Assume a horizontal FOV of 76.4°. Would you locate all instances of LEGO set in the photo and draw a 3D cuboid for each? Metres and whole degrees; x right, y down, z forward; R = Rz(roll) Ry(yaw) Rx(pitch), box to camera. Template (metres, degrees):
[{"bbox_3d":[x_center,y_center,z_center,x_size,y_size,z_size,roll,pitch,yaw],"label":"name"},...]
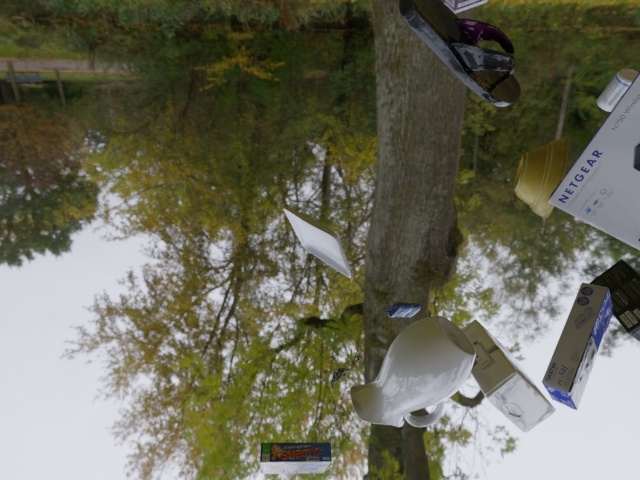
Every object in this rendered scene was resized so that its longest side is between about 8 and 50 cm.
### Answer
[{"bbox_3d":[0.045,0.256,0.810,0.023,0.054,0.083,42,-107,12],"label":"LEGO set"}]

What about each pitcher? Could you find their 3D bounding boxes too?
[{"bbox_3d":[0.179,0.238,0.701,0.178,0.207,0.125,28,-157,-23],"label":"pitcher"}]

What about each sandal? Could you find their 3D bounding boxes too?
[{"bbox_3d":[0.390,-0.492,1.032,0.446,0.167,0.107,26,151,-26],"label":"sandal"}]

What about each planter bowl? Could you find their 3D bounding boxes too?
[{"bbox_3d":[0.568,-0.170,1.071,0.091,0.217,0.217,12,-157,18],"label":"planter bowl"}]

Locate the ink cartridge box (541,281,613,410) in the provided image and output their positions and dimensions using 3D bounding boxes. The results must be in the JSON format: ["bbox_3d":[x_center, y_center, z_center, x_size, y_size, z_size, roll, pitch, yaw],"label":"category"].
[{"bbox_3d":[0.470,0.190,0.738,0.046,0.097,0.207,14,-115,47],"label":"ink cartridge box"}]

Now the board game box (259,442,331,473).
[{"bbox_3d":[-0.053,0.455,0.846,0.136,0.201,0.035,2,-125,-3],"label":"board game box"}]

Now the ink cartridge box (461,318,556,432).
[{"bbox_3d":[0.552,0.408,1.257,0.117,0.207,0.283,-44,-164,12],"label":"ink cartridge box"}]

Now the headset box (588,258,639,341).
[{"bbox_3d":[1.027,0.234,1.250,0.283,0.131,0.246,33,-152,-12],"label":"headset box"}]

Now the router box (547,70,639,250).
[{"bbox_3d":[0.680,-0.144,0.777,0.301,0.335,0.082,34,-146,20],"label":"router box"}]

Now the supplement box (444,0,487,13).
[{"bbox_3d":[0.477,-0.869,1.288,0.130,0.239,0.073,-21,-122,-4],"label":"supplement box"}]

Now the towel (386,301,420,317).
[{"bbox_3d":[0.284,0.236,1.374,0.120,0.067,0.029,12,-137,-38],"label":"towel"}]

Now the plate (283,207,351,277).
[{"bbox_3d":[0.000,0.000,1.581,0.278,0.277,0.045,31,-111,35],"label":"plate"}]

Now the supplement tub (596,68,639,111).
[{"bbox_3d":[0.890,-0.447,1.212,0.071,0.107,0.070,1,-122,-2],"label":"supplement tub"}]
